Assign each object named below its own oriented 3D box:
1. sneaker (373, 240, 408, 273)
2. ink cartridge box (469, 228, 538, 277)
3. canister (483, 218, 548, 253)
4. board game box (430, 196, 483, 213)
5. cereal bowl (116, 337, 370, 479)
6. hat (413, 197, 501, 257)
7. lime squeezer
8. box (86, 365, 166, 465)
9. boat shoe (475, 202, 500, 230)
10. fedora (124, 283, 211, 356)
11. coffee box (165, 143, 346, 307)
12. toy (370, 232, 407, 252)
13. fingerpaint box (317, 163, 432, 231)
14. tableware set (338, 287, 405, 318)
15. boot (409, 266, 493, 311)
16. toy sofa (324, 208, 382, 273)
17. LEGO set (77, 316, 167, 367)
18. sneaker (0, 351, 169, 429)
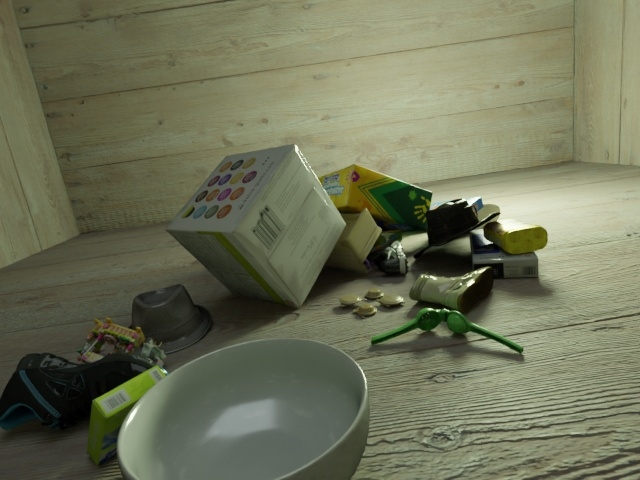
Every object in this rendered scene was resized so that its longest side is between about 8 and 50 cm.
[{"bbox_3d":[0.236,0.056,1.427,0.106,0.078,0.234,-5,16,4],"label":"sneaker"},{"bbox_3d":[0.585,0.031,1.350,0.175,0.069,0.371,-4,17,19],"label":"ink cartridge box"},{"bbox_3d":[0.592,-0.018,1.270,0.126,0.073,0.170,-10,12,1],"label":"canister"},{"bbox_3d":[0.504,-0.114,1.619,0.160,0.047,0.210,-31,19,-38],"label":"board game box"},{"bbox_3d":[-0.093,0.281,0.588,0.339,0.141,0.339,-8,13,2],"label":"cereal bowl"},{"bbox_3d":[0.429,-0.063,1.405,0.331,0.134,0.331,-28,-7,-4],"label":"hat"},{"bbox_3d":[0.273,0.191,0.911,0.310,0.059,0.110,-2,15,23],"label":"lime squeezer"},{"bbox_3d":[-0.322,0.295,0.684,0.042,0.178,0.109,41,37,20],"label":"box"},{"bbox_3d":[0.599,-0.087,1.720,0.324,0.117,0.096,-19,20,-18],"label":"boat shoe"},{"bbox_3d":[-0.436,0.201,1.144,0.243,0.124,0.275,-11,14,-8],"label":"fedora"},{"bbox_3d":[-0.188,-0.044,1.281,0.334,0.338,0.338,3,51,41],"label":"coffee box"},{"bbox_3d":[0.224,0.008,1.599,0.237,0.056,0.137,-16,-7,-37],"label":"toy"},{"bbox_3d":[0.158,-0.142,1.677,0.371,0.163,0.445,15,-8,-27],"label":"fingerpaint box"},{"bbox_3d":[0.140,0.169,1.151,0.168,0.020,0.141,-13,17,-23],"label":"tableware set"},{"bbox_3d":[0.357,0.118,1.113,0.213,0.077,0.165,-24,19,-40],"label":"boot"},{"bbox_3d":[0.036,-0.008,1.491,0.362,0.177,0.150,4,51,43],"label":"toy sofa"},{"bbox_3d":[-0.512,0.264,0.968,0.287,0.132,0.107,-5,37,26],"label":"LEGO set"},{"bbox_3d":[-0.461,0.309,0.816,0.340,0.125,0.140,-4,41,8],"label":"sneaker"}]
